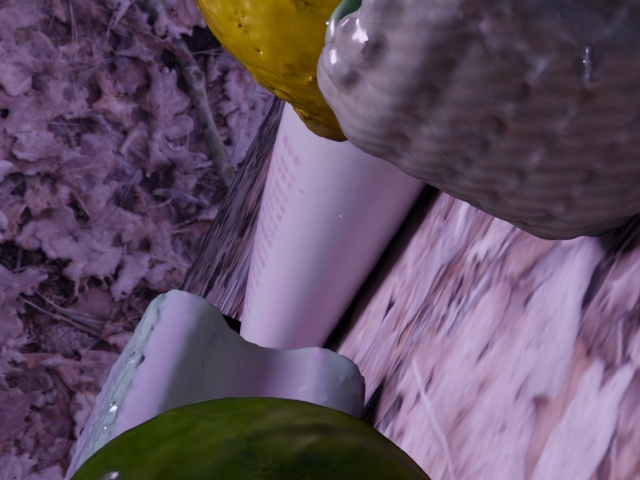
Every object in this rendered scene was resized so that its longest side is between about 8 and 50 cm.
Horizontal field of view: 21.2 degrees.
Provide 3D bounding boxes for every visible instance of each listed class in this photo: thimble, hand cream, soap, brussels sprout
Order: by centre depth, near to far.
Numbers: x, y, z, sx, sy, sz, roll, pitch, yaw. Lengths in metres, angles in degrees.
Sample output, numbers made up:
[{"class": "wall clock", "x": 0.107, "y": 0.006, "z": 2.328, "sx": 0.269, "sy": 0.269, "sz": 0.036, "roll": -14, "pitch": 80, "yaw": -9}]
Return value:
[{"class": "brussels sprout", "x": -0.015, "y": 0.136, "z": 0.595, "sx": 0.161, "sy": 0.181, "sz": 0.143, "roll": -88, "pitch": 15, "yaw": -50}, {"class": "thimble", "x": 0.097, "y": -0.112, "z": 0.718, "sx": 0.219, "sy": 0.150, "sz": 0.219, "roll": -63, "pitch": 7, "yaw": 14}, {"class": "soap", "x": -0.119, "y": 0.274, "z": 0.973, "sx": 0.446, "sy": 0.156, "sz": 0.261, "roll": -74, "pitch": 11, "yaw": -46}, {"class": "hand cream", "x": 0.000, "y": 0.000, "z": 1.271, "sx": 0.358, "sy": 0.118, "sz": 0.185, "roll": 112, "pitch": 175, "yaw": -49}]

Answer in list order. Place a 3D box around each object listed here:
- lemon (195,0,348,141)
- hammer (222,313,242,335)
[{"class": "lemon", "x": 0.051, "y": -0.194, "z": 0.940, "sx": 0.258, "sy": 0.258, "sz": 0.310, "roll": -83, "pitch": 17, "yaw": -67}, {"class": "hammer", "x": -0.119, "y": 0.174, "z": 1.636, "sx": 0.409, "sy": 0.095, "sz": 0.242, "roll": -98, "pitch": 34, "yaw": -86}]
